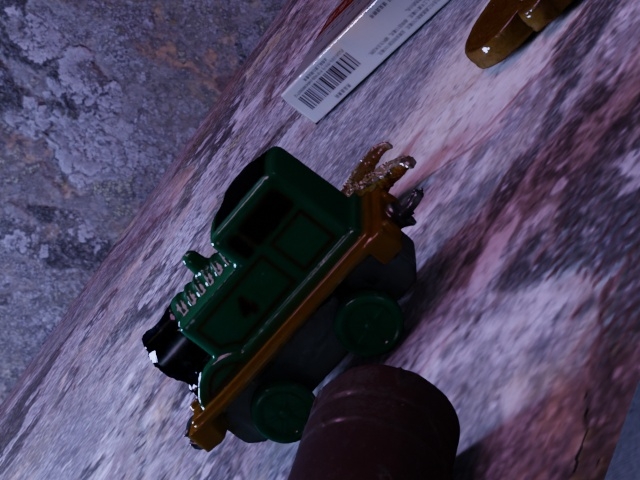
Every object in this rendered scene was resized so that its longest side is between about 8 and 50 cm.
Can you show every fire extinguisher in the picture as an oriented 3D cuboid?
[{"bbox_3d":[-0.008,0.160,0.515,0.089,0.072,0.267,-7,32,20],"label":"fire extinguisher"}]

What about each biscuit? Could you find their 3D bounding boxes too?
[{"bbox_3d":[0.168,-0.189,1.012,0.124,0.026,0.175,-58,13,-21],"label":"biscuit"}]

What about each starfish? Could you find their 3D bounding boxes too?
[{"bbox_3d":[0.001,0.001,1.046,0.227,0.043,0.240,-32,20,53],"label":"starfish"}]

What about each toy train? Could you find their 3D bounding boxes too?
[{"bbox_3d":[-0.028,0.036,0.828,0.227,0.136,0.091,-46,13,17],"label":"toy train"}]

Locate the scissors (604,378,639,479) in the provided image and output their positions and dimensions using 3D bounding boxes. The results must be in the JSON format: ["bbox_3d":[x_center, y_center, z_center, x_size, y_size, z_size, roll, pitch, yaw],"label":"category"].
[{"bbox_3d":[0.086,0.122,0.395,0.192,0.029,0.447,-36,20,51],"label":"scissors"}]

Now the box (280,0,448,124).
[{"bbox_3d":[0.103,-0.298,1.501,0.353,0.069,0.214,-37,20,47],"label":"box"}]
